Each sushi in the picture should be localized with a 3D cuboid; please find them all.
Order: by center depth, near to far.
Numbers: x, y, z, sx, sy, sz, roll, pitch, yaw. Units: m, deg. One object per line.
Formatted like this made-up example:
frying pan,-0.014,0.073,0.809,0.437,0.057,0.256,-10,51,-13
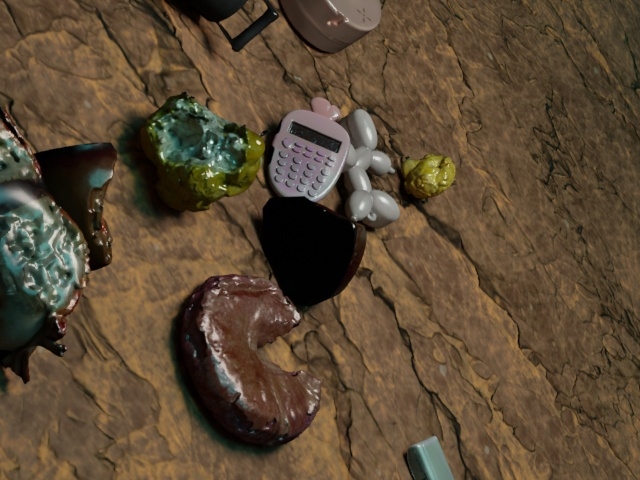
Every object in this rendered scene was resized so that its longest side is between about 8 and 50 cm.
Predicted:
sushi,-0.338,-0.024,1.545,0.130,0.124,0.332,-34,94,-44

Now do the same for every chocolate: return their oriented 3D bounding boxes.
chocolate,-0.262,-0.033,1.648,0.124,0.127,0.133,5,73,-69
chocolate,0.000,0.000,1.974,0.148,0.125,0.080,63,18,8

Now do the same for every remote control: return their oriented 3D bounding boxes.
remote control,0.163,0.342,2.017,0.065,0.029,0.166,-11,77,-55

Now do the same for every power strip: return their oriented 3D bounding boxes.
power strip,0.014,-0.358,2.251,0.154,0.078,0.154,31,43,-34

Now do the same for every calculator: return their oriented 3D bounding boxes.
calculator,-0.016,-0.120,2.056,0.103,0.024,0.166,23,62,-4

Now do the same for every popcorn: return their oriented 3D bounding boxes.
popcorn,0.160,-0.085,2.271,0.084,0.084,0.084,30,46,-37

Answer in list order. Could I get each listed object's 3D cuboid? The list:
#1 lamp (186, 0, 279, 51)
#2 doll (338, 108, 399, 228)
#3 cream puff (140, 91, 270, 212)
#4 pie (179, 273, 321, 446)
lamp,-0.170,-0.375,2.002,0.227,0.147,0.172,39,17,-42
doll,0.056,-0.091,2.145,0.160,0.059,0.161,56,35,-7
cream puff,-0.148,-0.100,1.853,0.121,0.156,0.156,90,-11,-68
pie,-0.080,0.139,1.822,0.204,0.054,0.218,-14,78,-55
